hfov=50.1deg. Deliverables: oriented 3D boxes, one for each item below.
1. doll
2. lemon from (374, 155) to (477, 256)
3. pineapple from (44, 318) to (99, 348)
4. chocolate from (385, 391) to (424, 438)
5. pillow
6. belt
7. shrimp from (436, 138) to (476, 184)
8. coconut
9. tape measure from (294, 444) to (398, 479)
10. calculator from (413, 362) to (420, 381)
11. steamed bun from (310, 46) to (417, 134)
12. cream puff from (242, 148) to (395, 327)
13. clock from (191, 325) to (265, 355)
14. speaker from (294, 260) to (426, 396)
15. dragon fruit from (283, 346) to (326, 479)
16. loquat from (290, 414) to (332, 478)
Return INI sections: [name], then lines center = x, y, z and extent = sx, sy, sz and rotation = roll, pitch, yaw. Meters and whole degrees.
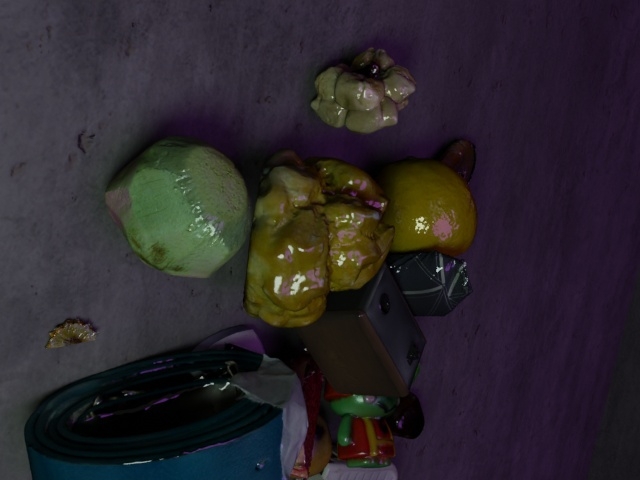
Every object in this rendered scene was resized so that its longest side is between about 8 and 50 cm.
[doll]
center = 0.094, 0.317, 1.523
extent = 0.182, 0.160, 0.363
rotation = 17, 70, -41
[lemon]
center = 0.213, -0.073, 1.466
extent = 0.240, 0.240, 0.219
rotation = -20, 103, -39
[pineapple]
center = -0.398, 0.147, 1.098
extent = 0.083, 0.019, 0.045
rotation = -4, 109, -40
[chocolate]
center = 0.223, 0.457, 1.764
extent = 0.148, 0.080, 0.125
rotation = 36, 79, -43
[pillow]
center = 0.147, 0.089, 1.401
extent = 0.093, 0.335, 0.161
rotation = -63, 144, -41
[belt]
center = -0.234, 0.317, 1.101
extent = 0.436, 0.300, 0.173
rotation = -13, 113, -23
[shrimp]
center = 0.310, -0.140, 1.672
extent = 0.253, 0.058, 0.173
rotation = -52, 141, -20
[coconut]
center = -0.224, -0.049, 1.077
extent = 0.236, 0.236, 0.205
rotation = 43, 42, -43
[tape measure]
center = 0.043, 0.591, 1.604
extent = 0.258, 0.130, 0.265
rotation = 17, 97, -43
[calculator]
center = 0.167, 0.320, 1.697
extent = 0.235, 0.032, 0.146
rotation = 17, 91, -44
[steamed bun]
center = 0.087, -0.289, 1.301
extent = 0.177, 0.192, 0.106
rotation = -31, 139, -22
[cream puff]
center = 0.000, 0.001, 1.207
extent = 0.257, 0.324, 0.291
rotation = 4, 112, -3
[clock]
center = -0.168, 0.251, 1.327
extent = 0.198, 0.064, 0.172
rotation = 31, 82, -46
[speaker]
center = 0.078, 0.173, 1.335
extent = 0.231, 0.192, 0.153
rotation = 60, 41, -31
[dragon fruit]
center = -0.069, 0.314, 1.353
extent = 0.274, 0.126, 0.161
rotation = -77, 166, -52
[loquat]
center = -0.046, 0.432, 1.452
extent = 0.163, 0.137, 0.163
rotation = -2, 92, -54
